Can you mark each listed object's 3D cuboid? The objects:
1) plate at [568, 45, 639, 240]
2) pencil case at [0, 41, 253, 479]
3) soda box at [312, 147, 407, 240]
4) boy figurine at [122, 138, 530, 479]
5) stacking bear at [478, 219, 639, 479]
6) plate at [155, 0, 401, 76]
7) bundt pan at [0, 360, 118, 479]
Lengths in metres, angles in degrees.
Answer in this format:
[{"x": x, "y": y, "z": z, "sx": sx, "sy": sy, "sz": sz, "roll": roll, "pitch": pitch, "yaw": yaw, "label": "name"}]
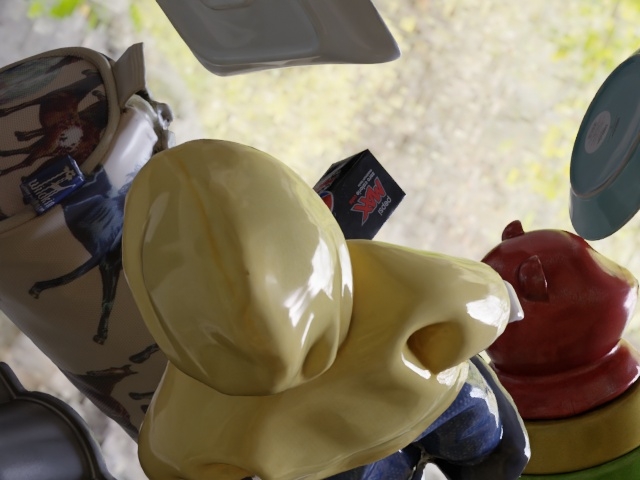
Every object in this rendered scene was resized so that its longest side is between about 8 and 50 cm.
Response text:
[{"x": 0.245, "y": -0.090, "z": 1.479, "sx": 0.188, "sy": 0.024, "sz": 0.188, "roll": -58, "pitch": -161, "yaw": 32, "label": "plate"}, {"x": -0.103, "y": 0.048, "z": 1.293, "sx": 0.410, "sy": 0.183, "sz": 0.160, "roll": 53, "pitch": 30, "yaw": -39, "label": "pencil case"}, {"x": 0.000, "y": 0.000, "z": 1.528, "sx": 0.060, "sy": 0.053, "sz": 0.169, "roll": 49, "pitch": 54, "yaw": -16, "label": "soda box"}, {"x": -0.006, "y": 0.054, "z": 0.756, "sx": 0.177, "sy": 0.092, "sz": 0.285, "roll": -30, "pitch": 149, "yaw": 10, "label": "boy figurine"}, {"x": 0.183, "y": 0.128, "z": 1.312, "sx": 0.175, "sy": 0.164, "sz": 0.289, "roll": -81, "pitch": 158, "yaw": -70, "label": "stacking bear"}, {"x": -0.091, "y": -0.256, "z": 1.680, "sx": 0.045, "sy": 0.278, "sz": 0.277, "roll": -50, "pitch": 121, "yaw": -28, "label": "plate"}, {"x": -0.257, "y": 0.234, "z": 1.070, "sx": 0.124, "sy": 0.331, "sz": 0.331, "roll": 1, "pitch": 113, "yaw": -58, "label": "bundt pan"}]
